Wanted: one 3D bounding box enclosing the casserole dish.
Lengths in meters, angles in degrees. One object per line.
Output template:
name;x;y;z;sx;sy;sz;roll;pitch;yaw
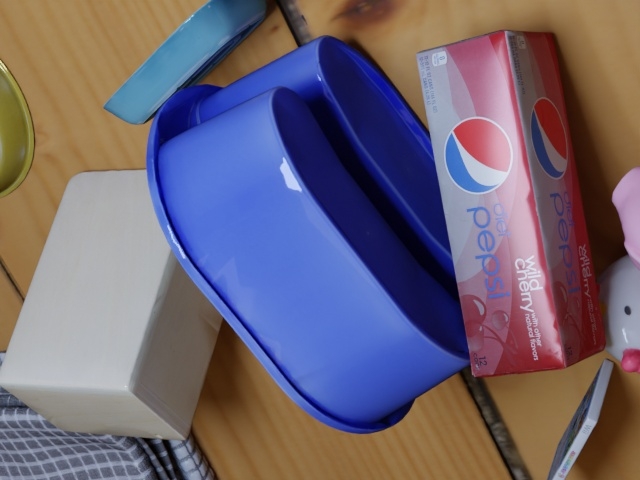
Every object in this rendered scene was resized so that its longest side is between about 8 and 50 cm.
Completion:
casserole dish;-0.112;-0.159;1.201;0.037;0.114;0.188;51;129;-4

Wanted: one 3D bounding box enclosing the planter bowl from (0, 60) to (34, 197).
planter bowl;-0.404;-0.112;1.401;0.217;0.090;0.217;13;126;18

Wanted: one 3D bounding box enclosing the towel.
towel;-0.281;0.241;1.556;0.283;0.121;0.235;-8;118;31

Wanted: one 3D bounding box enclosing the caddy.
caddy;0.000;0.000;1.174;0.179;0.241;0.341;-30;104;34

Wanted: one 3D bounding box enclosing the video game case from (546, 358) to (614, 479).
video game case;0.233;0.177;1.270;0.011;0.087;0.122;24;129;7

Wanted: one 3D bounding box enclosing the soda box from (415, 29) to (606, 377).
soda box;0.153;-0.030;1.103;0.083;0.092;0.263;-11;90;34

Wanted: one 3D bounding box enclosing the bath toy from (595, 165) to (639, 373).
bath toy;0.297;-0.026;1.076;0.151;0.129;0.348;27;130;8

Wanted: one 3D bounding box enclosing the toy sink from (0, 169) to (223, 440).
toy sink;-0.187;0.064;1.364;0.152;0.234;0.131;0;150;26
